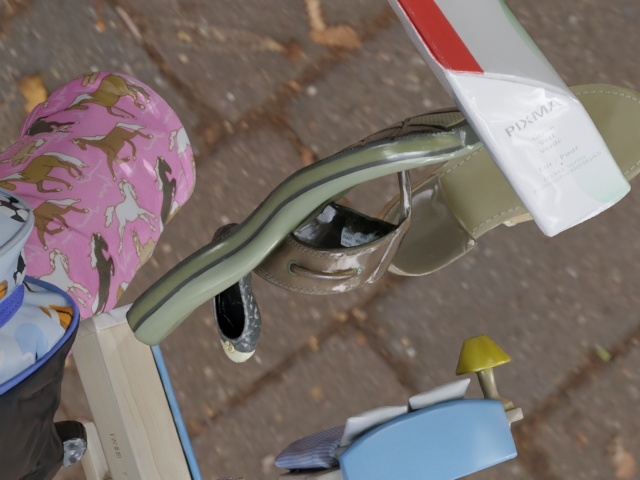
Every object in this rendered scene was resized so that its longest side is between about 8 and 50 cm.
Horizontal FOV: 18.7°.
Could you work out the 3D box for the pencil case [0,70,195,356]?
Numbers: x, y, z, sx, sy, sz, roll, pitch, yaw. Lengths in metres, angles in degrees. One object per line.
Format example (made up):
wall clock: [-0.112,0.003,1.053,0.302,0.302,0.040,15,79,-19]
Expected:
pencil case: [-0.240,-0.011,1.697,0.160,0.386,0.167,-11,112,23]

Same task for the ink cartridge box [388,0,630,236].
ink cartridge box: [0.055,-0.125,0.932,0.056,0.181,0.224,-32,140,3]

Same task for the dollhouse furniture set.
dollhouse furniture set: [-0.032,0.120,1.561,0.303,0.286,0.198,-16,89,-18]

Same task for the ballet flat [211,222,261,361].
ballet flat: [-0.093,0.056,1.929,0.049,0.057,0.173,-42,143,-37]

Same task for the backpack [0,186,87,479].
backpack: [-0.276,0.062,0.953,0.263,0.276,0.213,13,110,14]

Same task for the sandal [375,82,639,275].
sandal: [0.133,-0.048,1.435,0.240,0.079,0.088,-28,100,-15]

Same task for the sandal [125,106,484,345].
sandal: [0.000,0.000,1.279,0.303,0.120,0.086,-34,88,32]
